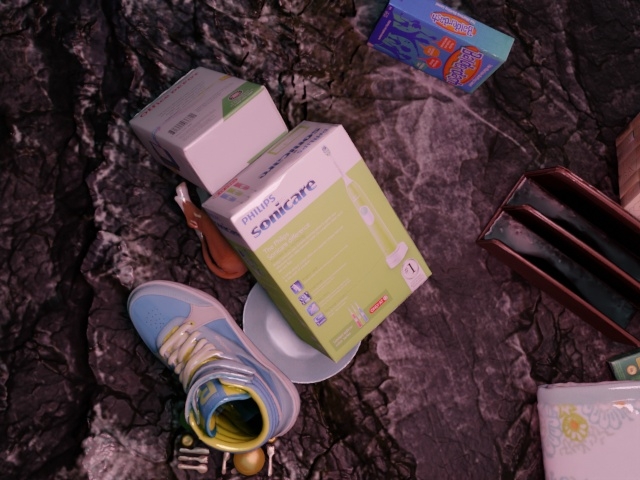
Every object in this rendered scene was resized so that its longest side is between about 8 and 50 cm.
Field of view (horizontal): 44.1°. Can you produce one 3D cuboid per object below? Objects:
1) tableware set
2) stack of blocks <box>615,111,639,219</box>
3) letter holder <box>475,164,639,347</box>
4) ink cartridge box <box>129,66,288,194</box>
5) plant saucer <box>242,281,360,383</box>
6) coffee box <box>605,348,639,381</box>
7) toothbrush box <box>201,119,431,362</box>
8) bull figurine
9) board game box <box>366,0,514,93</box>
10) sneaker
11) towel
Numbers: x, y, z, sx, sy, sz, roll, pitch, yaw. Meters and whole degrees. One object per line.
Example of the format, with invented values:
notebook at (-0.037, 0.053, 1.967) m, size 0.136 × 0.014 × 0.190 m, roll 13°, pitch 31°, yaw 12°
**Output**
tableware set at (-0.143, 0.307, 1.220) m, size 0.154 × 0.024 × 0.104 m, roll 6°, pitch 76°, yaw -8°
stack of blocks at (0.587, -0.096, 1.300) m, size 0.171 × 0.087 × 0.297 m, roll 34°, pitch 35°, yaw -2°
letter holder at (0.434, 0.030, 1.260) m, size 0.301 × 0.214 × 0.152 m, roll 35°, pitch 89°, yaw -3°
ink cartridge box at (-0.174, -0.174, 1.199) m, size 0.154 × 0.212 × 0.093 m, roll -42°, pitch 129°, yaw -15°
plant saucer at (-0.029, 0.130, 1.263) m, size 0.194 × 0.037 × 0.195 m, roll 2°, pitch 79°, yaw -10°
coffee box at (0.592, 0.225, 1.330) m, size 0.184 × 0.040 × 0.113 m, roll -21°, pitch 84°, yaw 6°
toothbrush box at (0.000, 0.000, 1.154) m, size 0.206 × 0.122 × 0.283 m, roll -42°, pitch 118°, yaw -14°
bull figurine at (-0.077, -0.078, 1.261) m, size 0.310 × 0.101 × 0.188 m, roll -40°, pitch 85°, yaw -16°
board game box at (0.195, -0.333, 1.324) m, size 0.210 × 0.160 × 0.047 m, roll 24°, pitch 77°, yaw -5°
sneaker at (-0.171, 0.174, 1.126) m, size 0.319 × 0.208 × 0.127 m, roll 38°, pitch 96°, yaw 6°
towel at (0.529, 0.369, 1.194) m, size 0.374 × 0.090 × 0.321 m, roll -8°, pitch 82°, yaw 28°
